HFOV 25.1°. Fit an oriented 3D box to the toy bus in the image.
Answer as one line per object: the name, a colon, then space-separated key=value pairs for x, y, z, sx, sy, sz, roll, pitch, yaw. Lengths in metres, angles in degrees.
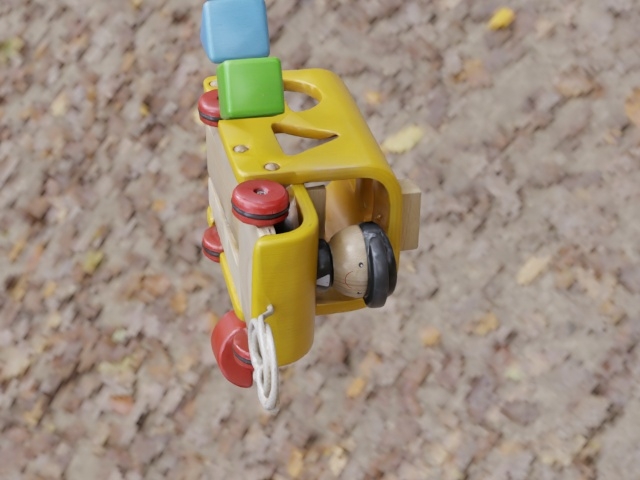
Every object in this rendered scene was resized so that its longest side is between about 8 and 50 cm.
toy bus: x=-0.003 y=-0.011 z=0.740 sx=0.191 sy=0.104 sz=0.202 roll=129 pitch=133 yaw=-74
